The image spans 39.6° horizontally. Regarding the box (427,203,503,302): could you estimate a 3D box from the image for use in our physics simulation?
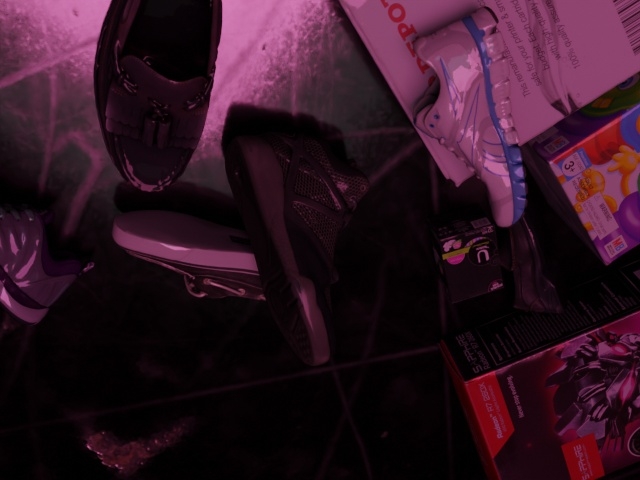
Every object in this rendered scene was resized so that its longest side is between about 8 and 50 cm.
[{"bbox_3d":[0.156,0.014,0.958,0.062,0.052,0.083,-16,121,-1],"label":"box"}]

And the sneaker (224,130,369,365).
[{"bbox_3d":[0.000,0.000,0.854,0.130,0.087,0.227,-13,80,-25],"label":"sneaker"}]

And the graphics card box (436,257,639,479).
[{"bbox_3d":[0.350,0.155,1.052,0.371,0.094,0.233,-23,120,0],"label":"graphics card box"}]

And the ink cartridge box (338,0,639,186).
[{"bbox_3d":[0.182,-0.232,0.785,0.307,0.129,0.223,-32,120,7],"label":"ink cartridge box"}]

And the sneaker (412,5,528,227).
[{"bbox_3d":[0.122,-0.094,0.744,0.083,0.071,0.190,-15,114,6],"label":"sneaker"}]

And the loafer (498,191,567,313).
[{"bbox_3d":[0.217,0.013,0.967,0.061,0.062,0.170,-10,117,27],"label":"loafer"}]

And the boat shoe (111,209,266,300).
[{"bbox_3d":[-0.105,0.026,0.896,0.219,0.078,0.070,13,113,-20],"label":"boat shoe"}]

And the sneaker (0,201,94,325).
[{"bbox_3d":[-0.316,-0.024,0.840,0.098,0.083,0.223,-43,125,-11],"label":"sneaker"}]

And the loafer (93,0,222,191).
[{"bbox_3d":[-0.137,-0.173,0.771,0.109,0.095,0.302,7,116,-15],"label":"loafer"}]

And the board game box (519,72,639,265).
[{"bbox_3d":[0.339,-0.130,0.866,0.275,0.144,0.142,-34,119,7],"label":"board game box"}]
